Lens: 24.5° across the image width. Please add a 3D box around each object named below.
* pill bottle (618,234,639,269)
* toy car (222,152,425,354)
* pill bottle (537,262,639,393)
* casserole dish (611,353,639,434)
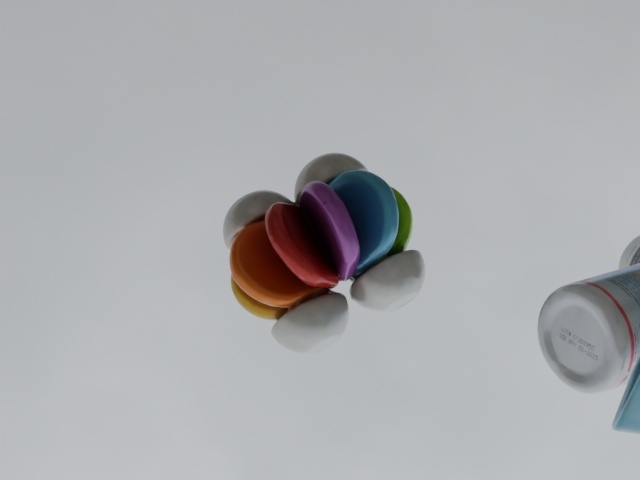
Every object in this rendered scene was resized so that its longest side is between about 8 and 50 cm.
[{"bbox_3d":[0.349,0.042,1.394,0.108,0.108,0.180,10,-173,-10],"label":"pill bottle"},{"bbox_3d":[0.000,0.000,1.330,0.182,0.136,0.159,-28,-109,-6],"label":"toy car"},{"bbox_3d":[0.254,0.062,1.164,0.160,0.087,0.087,-13,-135,-39],"label":"pill bottle"},{"bbox_3d":[0.171,0.004,0.602,0.037,0.188,0.114,25,-152,11],"label":"casserole dish"}]
